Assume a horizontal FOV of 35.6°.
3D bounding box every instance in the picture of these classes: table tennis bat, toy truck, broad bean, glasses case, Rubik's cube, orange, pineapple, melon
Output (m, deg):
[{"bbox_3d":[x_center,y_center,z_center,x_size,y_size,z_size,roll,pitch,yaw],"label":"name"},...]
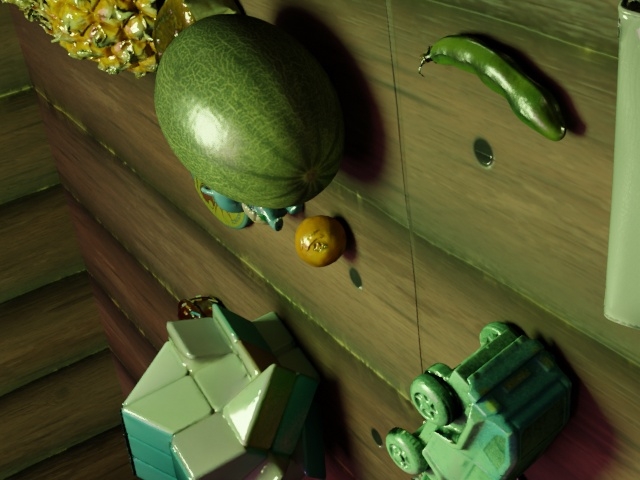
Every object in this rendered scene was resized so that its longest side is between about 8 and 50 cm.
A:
[{"bbox_3d":[-0.220,-0.152,1.915,0.329,0.044,0.215,46,150,35],"label":"table tennis bat"},{"bbox_3d":[0.197,0.227,1.244,0.156,0.155,0.279,46,150,22],"label":"toy truck"},{"bbox_3d":[0.181,-0.172,1.055,0.227,0.039,0.069,41,139,46],"label":"broad bean"},{"bbox_3d":[0.308,-0.057,0.842,0.128,0.083,0.308,32,139,44],"label":"glasses case"},{"bbox_3d":[-0.174,0.321,1.839,0.358,0.368,0.387,52,156,28],"label":"Rubik's cube"},{"bbox_3d":[0.000,-0.001,1.535,0.083,0.083,0.084,46,149,39],"label":"orange"},{"bbox_3d":[-0.427,-0.398,1.759,0.209,0.286,0.344,-102,9,-47],"label":"pineapple"},{"bbox_3d":[-0.096,-0.178,1.380,0.302,0.237,0.238,47,150,29],"label":"melon"}]

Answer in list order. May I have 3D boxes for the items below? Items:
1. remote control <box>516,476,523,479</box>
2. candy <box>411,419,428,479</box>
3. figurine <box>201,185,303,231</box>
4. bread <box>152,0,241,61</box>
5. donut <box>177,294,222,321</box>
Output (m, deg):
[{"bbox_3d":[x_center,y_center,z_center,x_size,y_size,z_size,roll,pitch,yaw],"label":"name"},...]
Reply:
[{"bbox_3d":[0.238,0.379,1.444,0.063,0.025,0.245,53,153,21],"label":"remote control"},{"bbox_3d":[0.181,0.329,1.491,0.094,0.051,0.226,48,152,25],"label":"candy"},{"bbox_3d":[-0.108,-0.097,1.663,0.178,0.114,0.145,35,135,32],"label":"figurine"},{"bbox_3d":[-0.193,-0.304,1.628,0.192,0.109,0.210,64,156,2],"label":"bread"},{"bbox_3d":[-0.244,0.230,2.242,0.235,0.089,0.235,46,148,40],"label":"donut"}]
